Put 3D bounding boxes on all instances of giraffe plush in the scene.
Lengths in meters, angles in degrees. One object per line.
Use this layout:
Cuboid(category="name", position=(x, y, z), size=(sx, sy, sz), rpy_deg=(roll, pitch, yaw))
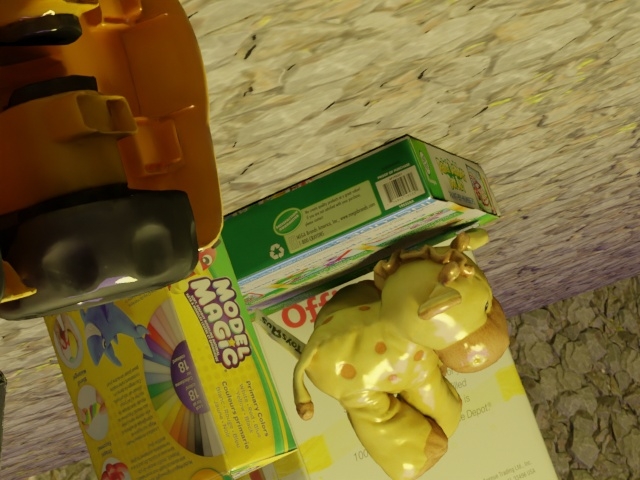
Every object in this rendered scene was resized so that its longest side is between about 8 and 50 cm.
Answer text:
Cuboid(category="giraffe plush", position=(0.079, 0.071, 1.325), size=(0.170, 0.181, 0.210), rpy_deg=(-37, 130, 28))

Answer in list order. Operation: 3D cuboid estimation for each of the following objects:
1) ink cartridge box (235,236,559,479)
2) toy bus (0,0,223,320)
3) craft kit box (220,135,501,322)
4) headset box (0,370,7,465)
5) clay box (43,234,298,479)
Cuboid(category="ink cartridge box", position=(0.062, 0.204, 1.585), size=(0.279, 0.385, 0.160), rpy_deg=(-15, 172, -34))
Cuboid(category="toy bus", position=(-0.164, -0.027, 0.468), size=(0.211, 0.149, 0.220), rpy_deg=(-19, 175, 29))
Cuboid(category="craft kit box", position=(0.000, 0.000, 1.285), size=(0.250, 0.061, 0.246), rpy_deg=(-23, 168, 15))
Cuboid(category="headset box", position=(-0.327, 0.179, 0.959), size=(0.246, 0.131, 0.283), rpy_deg=(-13, 125, -37))
Cuboid(category="clay box", position=(-0.091, 0.062, 0.893), size=(0.053, 0.222, 0.127), rpy_deg=(-13, 169, -41))
